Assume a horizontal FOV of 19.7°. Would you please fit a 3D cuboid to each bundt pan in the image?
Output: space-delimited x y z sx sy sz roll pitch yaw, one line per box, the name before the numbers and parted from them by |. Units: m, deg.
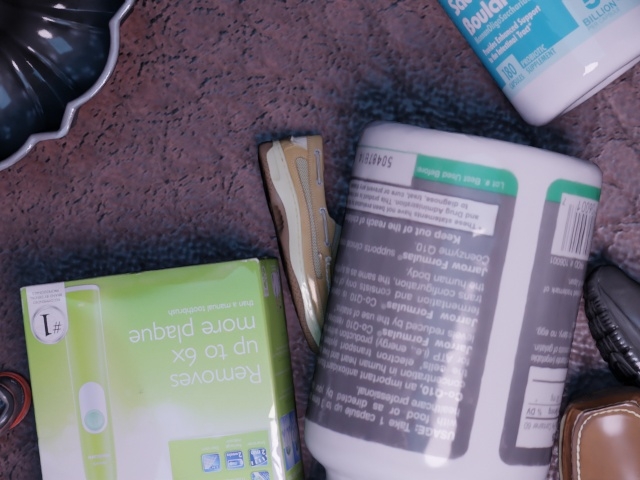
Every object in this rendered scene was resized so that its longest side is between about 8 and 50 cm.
bundt pan | -0.308 -0.212 1.588 0.331 0.124 0.331 0 90 8

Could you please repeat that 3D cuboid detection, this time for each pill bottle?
pill bottle | 0.158 -0.236 1.522 0.146 0.146 0.264 -36 86 5
pill bottle | 0.099 0.096 1.499 0.204 0.204 0.361 11 91 7

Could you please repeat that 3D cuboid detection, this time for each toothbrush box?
toothbrush box | -0.126 0.164 1.567 0.206 0.122 0.283 -6 91 7

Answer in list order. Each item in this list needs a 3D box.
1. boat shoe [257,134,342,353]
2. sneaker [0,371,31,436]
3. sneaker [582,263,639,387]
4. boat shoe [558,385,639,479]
boat shoe | 0.000 0.000 1.583 0.072 0.068 0.190 -13 88 -5
sneaker | -0.319 0.180 1.617 0.061 0.065 0.158 36 94 6
sneaker | 0.338 0.114 1.533 0.286 0.109 0.130 45 85 -2
boat shoe | 0.272 0.276 1.478 0.122 0.120 0.324 -15 107 10
